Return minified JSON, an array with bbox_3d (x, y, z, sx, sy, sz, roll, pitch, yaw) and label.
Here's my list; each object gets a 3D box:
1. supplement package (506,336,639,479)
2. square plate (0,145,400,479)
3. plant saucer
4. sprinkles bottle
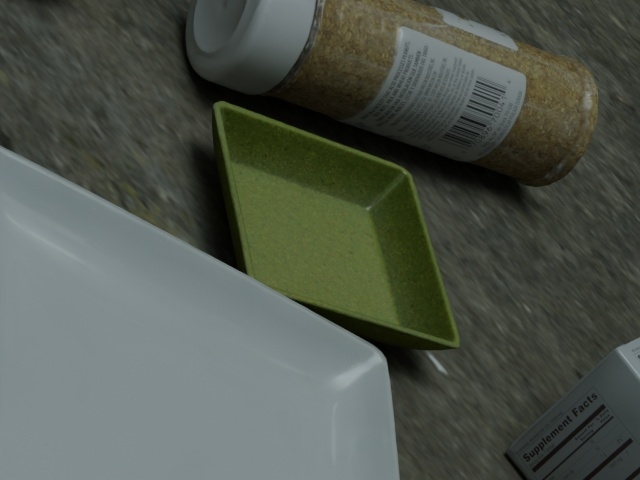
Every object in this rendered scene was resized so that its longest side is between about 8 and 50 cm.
[{"bbox_3d":[0.281,0.194,1.410,0.139,0.134,0.244,-17,64,-52],"label":"supplement package"},{"bbox_3d":[-0.090,0.132,1.167,0.344,0.049,0.347,30,35,-27],"label":"square plate"},{"bbox_3d":[0.000,0.000,1.432,0.188,0.045,0.188,18,40,-31],"label":"plant saucer"},{"bbox_3d":[0.065,-0.142,1.591,0.355,0.121,0.121,16,41,-33],"label":"sprinkles bottle"}]
